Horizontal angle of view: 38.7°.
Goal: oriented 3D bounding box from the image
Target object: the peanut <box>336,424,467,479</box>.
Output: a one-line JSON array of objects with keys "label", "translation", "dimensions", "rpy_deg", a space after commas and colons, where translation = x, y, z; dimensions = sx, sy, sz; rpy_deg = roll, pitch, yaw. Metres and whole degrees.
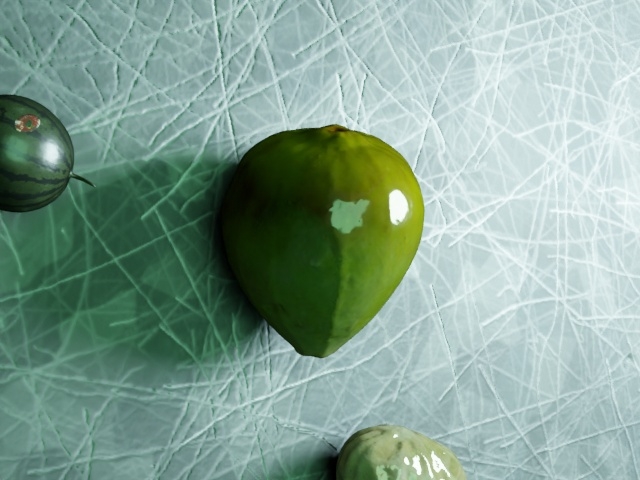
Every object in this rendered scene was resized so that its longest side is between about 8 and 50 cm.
[{"label": "peanut", "translation": [0.128, 0.321, 1.024], "dimensions": [0.136, 0.120, 0.298], "rpy_deg": [-39, 108, -18]}]

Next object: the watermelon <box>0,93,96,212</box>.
[{"label": "watermelon", "translation": [-0.267, -0.074, 0.830], "dimensions": [0.133, 0.105, 0.105], "rpy_deg": [24, 77, -8]}]

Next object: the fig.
[{"label": "fig", "translation": [-0.008, -0.006, 0.928], "dimensions": [0.207, 0.207, 0.230], "rpy_deg": [22, 113, -25]}]
